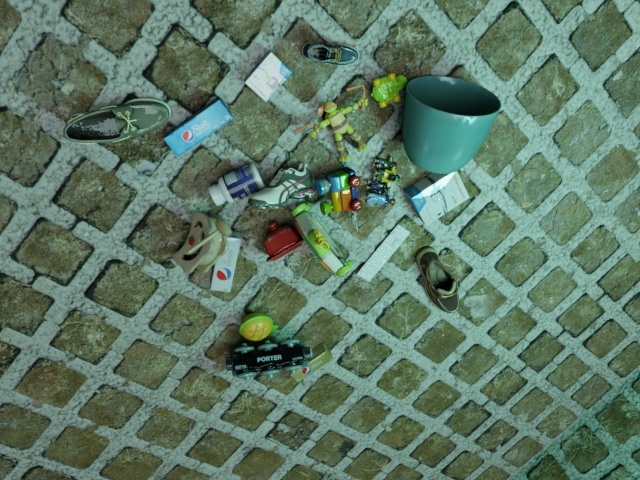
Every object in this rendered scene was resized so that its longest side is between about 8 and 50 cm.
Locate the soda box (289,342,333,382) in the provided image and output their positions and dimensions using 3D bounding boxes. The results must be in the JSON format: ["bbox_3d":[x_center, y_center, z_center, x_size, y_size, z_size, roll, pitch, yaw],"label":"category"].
[{"bbox_3d":[-0.041,0.506,1.995,0.181,0.061,0.058,-35,118,5],"label":"soda box"}]

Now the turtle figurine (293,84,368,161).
[{"bbox_3d":[0.051,-0.367,1.564,0.270,0.087,0.217,-36,127,-4],"label":"turtle figurine"}]

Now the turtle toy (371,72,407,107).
[{"bbox_3d":[0.222,-0.493,1.553,0.130,0.066,0.095,-22,119,-3],"label":"turtle toy"}]

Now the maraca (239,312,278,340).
[{"bbox_3d":[-0.237,0.337,1.847,0.127,0.099,0.185,-30,145,7],"label":"maraca"}]

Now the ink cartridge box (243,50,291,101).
[{"bbox_3d":[-0.161,-0.498,1.465,0.088,0.052,0.122,38,104,-27],"label":"ink cartridge box"}]

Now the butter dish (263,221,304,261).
[{"bbox_3d":[-0.140,-0.010,1.679,0.160,0.160,0.118,-31,96,2],"label":"butter dish"}]

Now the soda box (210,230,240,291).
[{"bbox_3d":[-0.338,0.072,1.700,0.074,0.069,0.216,8,113,-17],"label":"soda box"}]

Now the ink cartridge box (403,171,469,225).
[{"bbox_3d":[0.424,-0.169,1.758,0.191,0.082,0.139,-33,119,6],"label":"ink cartridge box"}]

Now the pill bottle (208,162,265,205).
[{"bbox_3d":[-0.275,-0.179,1.574,0.169,0.094,0.094,-25,119,0],"label":"pill bottle"}]

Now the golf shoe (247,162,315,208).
[{"bbox_3d":[-0.134,-0.175,1.567,0.273,0.105,0.120,-24,116,-45],"label":"golf shoe"}]

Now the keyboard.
[{"bbox_3d":[0.243,0.051,1.863,0.072,0.014,0.256,32,105,-25],"label":"keyboard"}]

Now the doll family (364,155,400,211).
[{"bbox_3d":[0.226,-0.200,1.702,0.111,0.076,0.193,6,120,-21],"label":"doll family"}]

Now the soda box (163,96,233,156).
[{"bbox_3d":[-0.374,-0.350,1.479,0.210,0.067,0.071,-34,119,4],"label":"soda box"}]

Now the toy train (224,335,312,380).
[{"bbox_3d":[-0.199,0.464,1.870,0.334,0.190,0.142,-7,73,-6],"label":"toy train"}]

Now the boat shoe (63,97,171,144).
[{"bbox_3d":[-0.594,-0.344,1.414,0.305,0.091,0.109,-13,118,-7],"label":"boat shoe"}]

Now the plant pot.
[{"bbox_3d":[0.395,-0.359,1.549,0.293,0.293,0.235,-2,130,-13],"label":"plant pot"}]

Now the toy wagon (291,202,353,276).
[{"bbox_3d":[0.000,0.000,1.586,0.068,0.344,0.267,-36,89,7],"label":"toy wagon"}]

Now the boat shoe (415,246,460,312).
[{"bbox_3d":[0.487,0.183,1.926,0.123,0.123,0.342,-27,119,1],"label":"boat shoe"}]

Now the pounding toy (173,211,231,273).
[{"bbox_3d":[-0.406,-0.008,1.577,0.269,0.154,0.155,-42,154,27],"label":"pounding toy"}]

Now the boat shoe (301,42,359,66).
[{"bbox_3d":[0.038,-0.563,1.463,0.183,0.083,0.065,0,116,-14],"label":"boat shoe"}]

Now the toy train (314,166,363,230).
[{"bbox_3d":[0.062,-0.119,1.666,0.143,0.105,0.248,-18,120,-20],"label":"toy train"}]
